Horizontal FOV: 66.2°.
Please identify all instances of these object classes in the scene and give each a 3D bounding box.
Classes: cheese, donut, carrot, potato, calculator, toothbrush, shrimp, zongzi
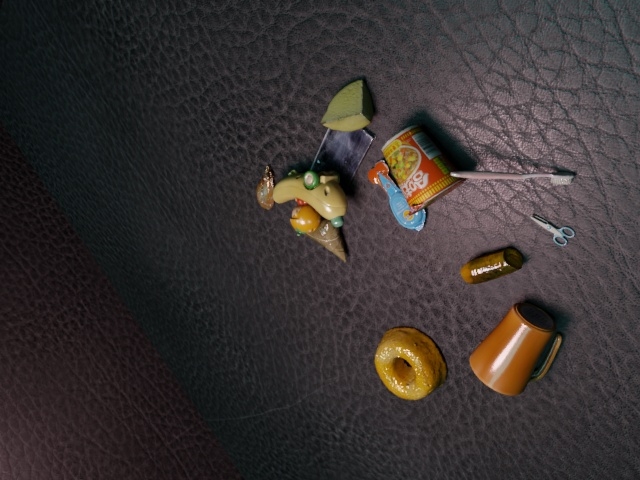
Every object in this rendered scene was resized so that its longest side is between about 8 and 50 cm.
[{"bbox_3d":[0.245,-0.138,1.558,0.256,0.037,0.106,54,132,2],"label":"cheese"},{"bbox_3d":[0.312,0.455,1.780,0.277,0.108,0.278,18,123,29],"label":"donut"},{"bbox_3d":[0.501,0.077,1.451,0.173,0.082,0.082,-30,94,42],"label":"carrot"},{"bbox_3d":[0.087,-0.407,1.509,0.149,0.081,0.120,-6,70,34],"label":"potato"},{"bbox_3d":[0.066,-0.283,1.623,0.161,0.021,0.262,40,132,12],"label":"calculator"},{"bbox_3d":[0.499,-0.166,1.288,0.306,0.025,0.030,3,126,11],"label":"toothbrush"},{"bbox_3d":[-0.208,-0.199,1.860,0.091,0.043,0.184,32,130,23],"label":"shrimp"},{"bbox_3d":[0.000,0.000,1.792,0.188,0.081,0.178,0,119,41],"label":"zongzi"}]

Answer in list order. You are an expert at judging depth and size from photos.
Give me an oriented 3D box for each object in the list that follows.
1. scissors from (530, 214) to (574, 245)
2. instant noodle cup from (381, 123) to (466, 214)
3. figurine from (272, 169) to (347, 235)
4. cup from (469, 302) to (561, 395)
[{"bbox_3d":[0.627,-0.033,1.339,0.119,0.014,0.058,35,129,13],"label":"scissors"},{"bbox_3d":[0.279,-0.209,1.407,0.193,0.193,0.212,-38,81,43],"label":"instant noodle cup"},{"bbox_3d":[-0.041,-0.128,1.667,0.324,0.124,0.222,8,103,43],"label":"figurine"},{"bbox_3d":[0.600,0.329,1.475,0.226,0.182,0.264,14,121,-9],"label":"cup"}]
